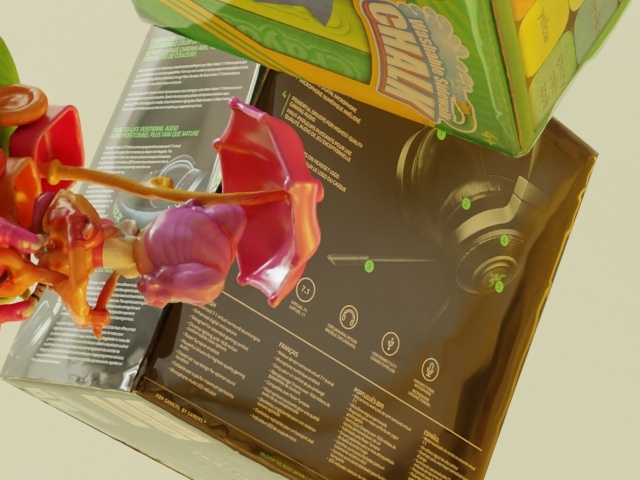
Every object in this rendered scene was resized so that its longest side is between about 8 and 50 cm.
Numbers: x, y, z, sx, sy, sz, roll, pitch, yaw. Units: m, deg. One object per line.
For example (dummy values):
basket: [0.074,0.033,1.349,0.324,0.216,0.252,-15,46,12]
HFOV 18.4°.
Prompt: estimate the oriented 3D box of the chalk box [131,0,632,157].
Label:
chalk box: [0.054,-0.171,0.885,0.289,0.180,0.179,22,-115,27]

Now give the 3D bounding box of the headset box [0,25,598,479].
headset box: [0.000,0.000,1.087,0.246,0.131,0.283,33,-109,-36]

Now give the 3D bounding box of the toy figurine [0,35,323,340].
toy figurine: [-0.081,-0.009,0.781,0.159,0.130,0.173,5,-147,14]
